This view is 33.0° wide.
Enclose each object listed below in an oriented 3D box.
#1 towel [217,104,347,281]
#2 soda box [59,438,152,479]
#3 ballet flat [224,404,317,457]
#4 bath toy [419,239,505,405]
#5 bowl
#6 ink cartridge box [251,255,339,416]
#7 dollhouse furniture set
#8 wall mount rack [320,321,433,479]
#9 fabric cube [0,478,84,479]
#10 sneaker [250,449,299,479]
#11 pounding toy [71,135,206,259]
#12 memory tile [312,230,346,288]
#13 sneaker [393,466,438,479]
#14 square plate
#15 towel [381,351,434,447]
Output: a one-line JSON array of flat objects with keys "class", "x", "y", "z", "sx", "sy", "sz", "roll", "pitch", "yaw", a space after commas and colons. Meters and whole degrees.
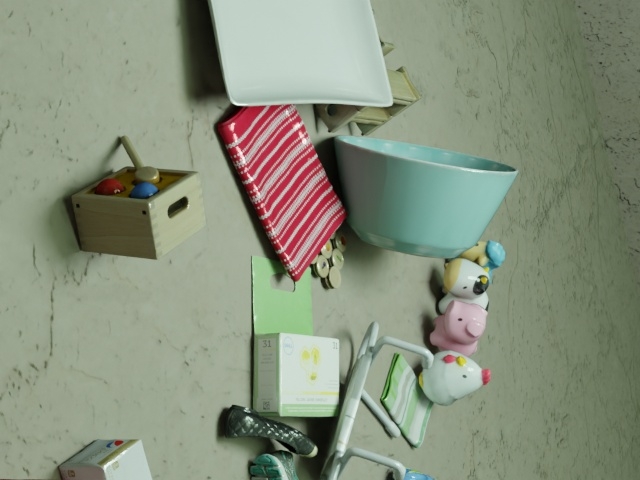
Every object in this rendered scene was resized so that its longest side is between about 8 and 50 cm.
[{"class": "towel", "x": -0.052, "y": -0.101, "z": 1.644, "sx": 0.199, "sy": 0.031, "sz": 0.274, "roll": -52, "pitch": 124, "yaw": -49}, {"class": "soda box", "x": -0.225, "y": 0.340, "z": 1.239, "sx": 0.074, "sy": 0.069, "sz": 0.216, "roll": -32, "pitch": 111, "yaw": -57}, {"class": "ballet flat", "x": -0.072, "y": 0.277, "z": 1.521, "sx": 0.173, "sy": 0.057, "sz": 0.049, "roll": 30, "pitch": 70, "yaw": -37}, {"class": "bath toy", "x": 0.276, "y": 0.154, "z": 2.052, "sx": 0.151, "sy": 0.129, "sz": 0.348, "roll": 56, "pitch": 36, "yaw": -35}, {"class": "bowl", "x": 0.161, "y": -0.069, "z": 1.800, "sx": 0.312, "sy": 0.312, "sz": 0.163, "roll": -6, "pitch": 109, "yaw": -60}, {"class": "ink cartridge box", "x": -0.036, "y": 0.146, "z": 1.618, "sx": 0.171, "sy": 0.056, "sz": 0.235, "roll": 15, "pitch": 73, "yaw": -58}, {"class": "dollhouse furniture set", "x": 0.052, "y": -0.286, "z": 1.815, "sx": 0.129, "sy": 0.129, "sz": 0.183, "roll": -3, "pitch": 63, "yaw": -59}, {"class": "wall mount rack", "x": 0.080, "y": 0.319, "z": 1.722, "sx": 0.304, "sy": 0.131, "sz": 0.350, "roll": 108, "pitch": 1, "yaw": -55}, {"class": "fabric cube", "x": -0.293, "y": 0.388, "z": 0.933, "sx": 0.259, "sy": 0.254, "sz": 0.258, "roll": 66, "pitch": 33, "yaw": -26}, {"class": "sneaker", "x": -0.047, "y": 0.376, "z": 1.546, "sx": 0.076, "sy": 0.065, "sz": 0.166, "roll": -24, "pitch": 107, "yaw": -63}, {"class": "pounding toy", "x": -0.217, "y": -0.055, "z": 1.291, "sx": 0.141, "sy": 0.130, "sz": 0.100, "roll": -41, "pitch": 132, "yaw": -55}, {"class": "memory tile", "x": 0.000, "y": 0.000, "z": 1.739, "sx": 0.148, "sy": 0.012, "sz": 0.113, "roll": 50, "pitch": 42, "yaw": -41}, {"class": "sneaker", "x": 0.172, "y": 0.452, "z": 1.916, "sx": 0.188, "sy": 0.067, "sz": 0.078, "roll": 35, "pitch": 76, "yaw": -54}, {"class": "square plate", "x": -0.052, "y": -0.359, "z": 1.608, "sx": 0.347, "sy": 0.049, "sz": 0.343, "roll": -7, "pitch": 82, "yaw": -46}, {"class": "towel", "x": 0.160, "y": 0.290, "z": 1.952, "sx": 0.152, "sy": 0.023, "sz": 0.113, "roll": 57, "pitch": 38, "yaw": -37}]
